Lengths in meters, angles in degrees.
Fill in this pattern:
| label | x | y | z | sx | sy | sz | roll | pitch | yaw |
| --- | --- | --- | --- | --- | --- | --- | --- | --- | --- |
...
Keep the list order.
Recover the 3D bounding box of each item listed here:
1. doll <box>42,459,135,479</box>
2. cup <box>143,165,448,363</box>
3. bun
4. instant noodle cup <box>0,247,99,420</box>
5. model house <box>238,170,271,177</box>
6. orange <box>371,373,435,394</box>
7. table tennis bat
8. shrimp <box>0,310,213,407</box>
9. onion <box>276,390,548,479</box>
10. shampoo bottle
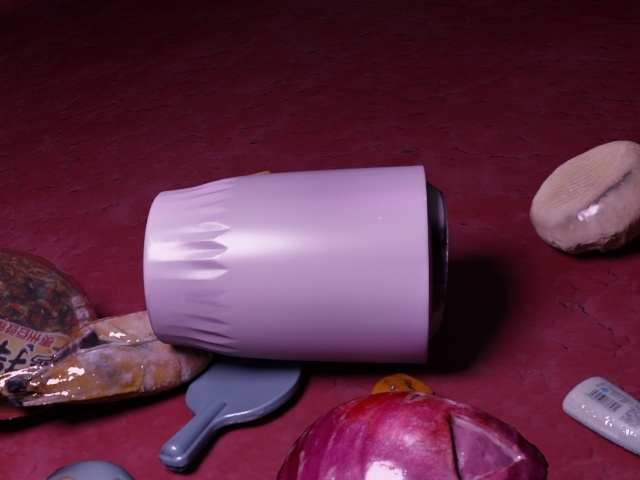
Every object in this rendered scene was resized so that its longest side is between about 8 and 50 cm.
| label | x | y | z | sx | sy | sz | roll | pitch | yaw |
| --- | --- | --- | --- | --- | --- | --- | --- | --- | --- |
| doll | -0.186 | 0.321 | 0.866 | 0.177 | 0.161 | 0.260 | -28 | 32 | -32 |
| cup | -0.024 | 0.034 | 1.197 | 0.371 | 0.253 | 0.253 | -1 | 30 | 5 |
| bun | 0.423 | -0.050 | 1.382 | 0.222 | 0.127 | 0.222 | -36 | 18 | 13 |
| instant noodle cup | -0.449 | 0.142 | 1.276 | 0.274 | 0.091 | 0.274 | 14 | 49 | -17 |
| model house | -0.116 | -0.055 | 1.565 | 0.087 | 0.100 | 0.101 | -11 | 30 | -2 |
| orange | 0.096 | 0.195 | 1.098 | 0.086 | 0.062 | 0.086 | 29 | 14 | -8 |
| table tennis bat | -0.120 | 0.206 | 1.173 | 0.153 | 0.040 | 0.244 | 2 | 28 | 31 |
| shrimp | -0.296 | 0.156 | 1.231 | 0.317 | 0.077 | 0.168 | -7 | 28 | -24 |
| onion | 0.066 | 0.253 | 0.832 | 0.230 | 0.256 | 0.272 | 23 | 18 | 22 |
| shampoo bottle | 0.357 | 0.213 | 1.009 | 0.069 | 0.041 | 0.190 | -19 | 30 | -27 |
